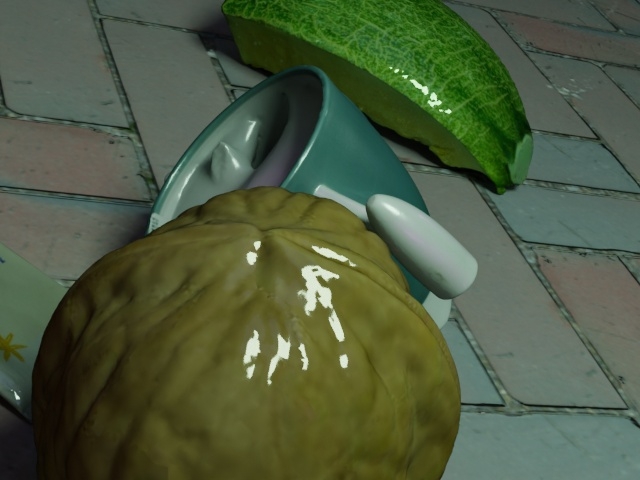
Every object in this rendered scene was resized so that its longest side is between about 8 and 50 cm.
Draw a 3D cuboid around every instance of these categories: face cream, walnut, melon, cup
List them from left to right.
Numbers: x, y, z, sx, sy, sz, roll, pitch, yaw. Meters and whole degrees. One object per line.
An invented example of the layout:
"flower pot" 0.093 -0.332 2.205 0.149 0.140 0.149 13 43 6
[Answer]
"face cream" -0.234 0.020 0.795 0.224 0.070 0.114 34 32 5
"walnut" -0.039 0.082 0.646 0.228 0.228 0.228 15 31 -9
"cup" 0.000 0.000 0.841 0.173 0.167 0.300 40 -15 -29
"melon" 0.076 -0.175 1.227 0.323 0.124 0.196 30 39 19
